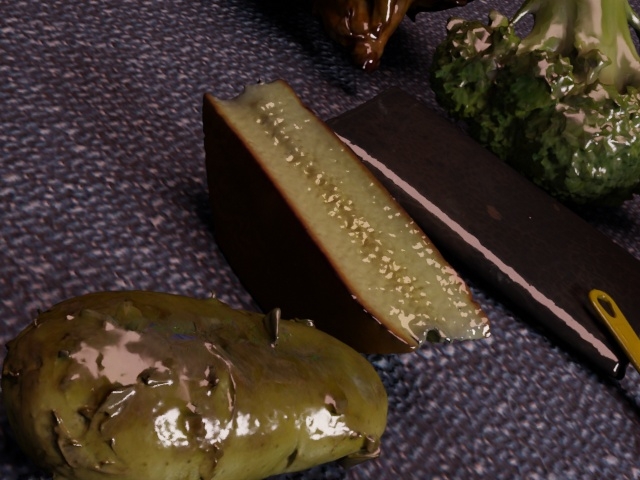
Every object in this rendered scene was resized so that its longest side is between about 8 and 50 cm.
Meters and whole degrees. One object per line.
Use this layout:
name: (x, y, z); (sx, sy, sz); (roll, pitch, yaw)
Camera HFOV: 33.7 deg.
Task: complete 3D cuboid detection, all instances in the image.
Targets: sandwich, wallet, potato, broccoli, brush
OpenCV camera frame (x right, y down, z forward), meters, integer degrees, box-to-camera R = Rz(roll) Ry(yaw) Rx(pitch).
sandwich: (0.000, 0.000, 0.729); (0.094, 0.096, 0.258); (-10, 50, -37)
wallet: (0.149, -0.015, 0.915); (0.321, 0.044, 0.170); (39, 34, 11)
potato: (-0.060, 0.081, 0.567); (0.225, 0.090, 0.117); (9, 51, -34)
broccoli: (0.232, -0.157, 1.052); (0.254, 0.186, 0.302); (-21, 61, -14)
brush: (0.261, 0.120, 0.801); (0.083, 0.011, 0.205); (-1, 53, -40)

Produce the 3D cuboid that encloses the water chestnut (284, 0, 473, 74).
water chestnut: (0.059, -0.327, 1.079); (0.335, 0.335, 0.347); (4, 78, -34)
